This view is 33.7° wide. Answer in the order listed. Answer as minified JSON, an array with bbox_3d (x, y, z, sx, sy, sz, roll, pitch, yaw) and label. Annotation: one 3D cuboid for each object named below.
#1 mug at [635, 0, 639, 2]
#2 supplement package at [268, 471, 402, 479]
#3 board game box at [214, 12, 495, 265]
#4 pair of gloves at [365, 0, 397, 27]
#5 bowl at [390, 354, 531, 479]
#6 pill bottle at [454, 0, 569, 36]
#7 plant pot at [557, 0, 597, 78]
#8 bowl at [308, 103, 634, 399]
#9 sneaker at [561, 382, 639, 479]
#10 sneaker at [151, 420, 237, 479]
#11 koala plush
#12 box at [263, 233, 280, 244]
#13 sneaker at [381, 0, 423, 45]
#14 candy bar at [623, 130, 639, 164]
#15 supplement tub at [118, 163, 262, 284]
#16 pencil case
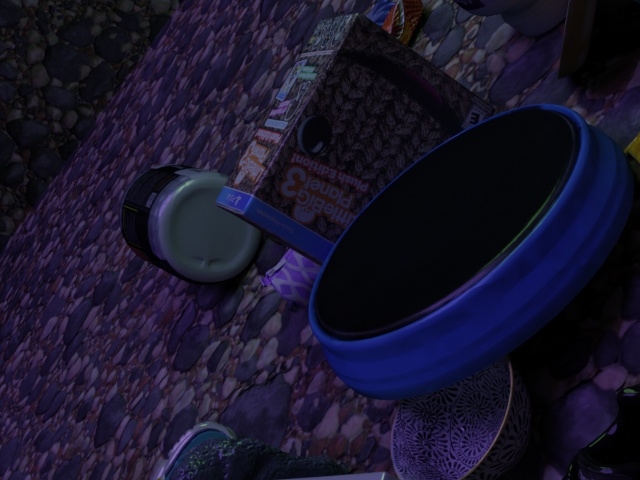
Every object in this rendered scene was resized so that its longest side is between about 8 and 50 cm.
[{"bbox_3d":[0.386,-0.340,1.134,0.158,0.129,0.097,-49,21,49],"label":"mug"},{"bbox_3d":[0.014,0.340,1.016,0.293,0.175,0.177,-21,43,52],"label":"supplement package"},{"bbox_3d":[0.044,-0.109,1.379,0.291,0.232,0.141,-61,20,-3],"label":"board game box"},{"bbox_3d":[0.067,-0.330,1.837,0.159,0.023,0.198,-20,45,56],"label":"pair of gloves"},{"bbox_3d":[0.154,0.184,1.046,0.170,0.080,0.170,-41,30,31],"label":"bowl"},{"bbox_3d":[0.196,-0.393,1.343,0.169,0.302,0.169,-43,29,31],"label":"pill bottle"},{"bbox_3d":[0.307,-0.302,1.217,0.236,0.032,0.236,9,-90,-79],"label":"plant pot"},{"bbox_3d":[0.147,-0.002,1.145,0.391,0.077,0.391,-36,21,16],"label":"bowl"},{"bbox_3d":[0.230,0.229,0.796,0.098,0.135,0.276,7,69,61],"label":"sneaker"},{"bbox_3d":[-0.201,0.379,1.458,0.275,0.107,0.110,-59,35,1],"label":"sneaker"},{"bbox_3d":[-0.111,0.324,1.274,0.196,0.203,0.221,-66,14,-17],"label":"koala plush"},{"bbox_3d":[-0.007,-0.068,1.665,0.207,0.036,0.114,-19,46,53],"label":"box"},{"bbox_3d":[0.113,-0.316,1.713,0.175,0.064,0.067,-57,5,-7],"label":"sneaker"},{"bbox_3d":[0.345,-0.072,1.052,0.040,0.018,0.161,-53,26,20],"label":"candy bar"},{"bbox_3d":[-0.244,-0.036,1.878,0.193,0.194,0.316,-61,26,-6],"label":"supplement tub"},{"bbox_3d":[0.000,0.000,1.519,0.206,0.088,0.086,-54,28,8],"label":"pencil case"}]
